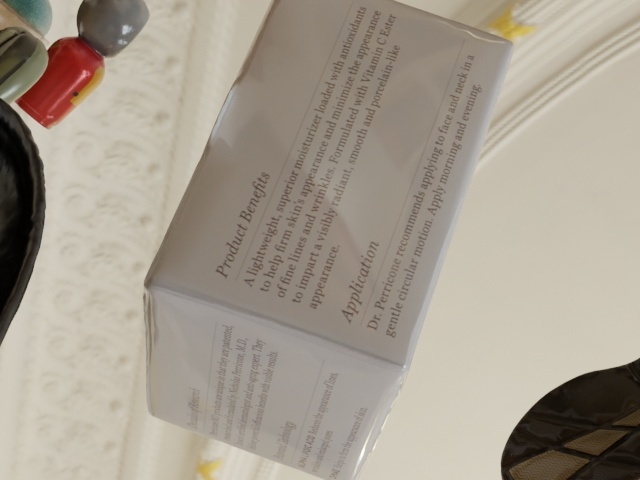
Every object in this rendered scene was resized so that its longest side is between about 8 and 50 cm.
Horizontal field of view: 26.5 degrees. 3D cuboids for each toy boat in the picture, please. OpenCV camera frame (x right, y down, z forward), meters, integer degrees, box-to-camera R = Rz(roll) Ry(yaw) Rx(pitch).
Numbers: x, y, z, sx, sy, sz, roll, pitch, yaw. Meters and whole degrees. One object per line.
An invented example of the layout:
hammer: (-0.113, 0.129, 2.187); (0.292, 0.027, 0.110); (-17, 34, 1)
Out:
toy boat: (-0.302, -0.240, 1.304); (0.318, 0.267, 0.148); (39, -91, 27)

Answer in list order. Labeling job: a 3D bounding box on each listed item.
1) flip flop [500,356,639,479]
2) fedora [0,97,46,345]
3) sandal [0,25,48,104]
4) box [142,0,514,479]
flip flop: (0.261, 0.136, 1.060); (0.112, 0.277, 0.080); (33, -36, 41)
fedora: (-0.248, -0.007, 0.377); (0.334, 0.334, 0.152); (16, -45, 37)
sandal: (-0.297, -0.029, 0.965); (0.303, 0.086, 0.120); (-36, -148, 14)
box: (0.000, 0.000, 0.672); (0.119, 0.181, 0.182); (20, -26, 3)
